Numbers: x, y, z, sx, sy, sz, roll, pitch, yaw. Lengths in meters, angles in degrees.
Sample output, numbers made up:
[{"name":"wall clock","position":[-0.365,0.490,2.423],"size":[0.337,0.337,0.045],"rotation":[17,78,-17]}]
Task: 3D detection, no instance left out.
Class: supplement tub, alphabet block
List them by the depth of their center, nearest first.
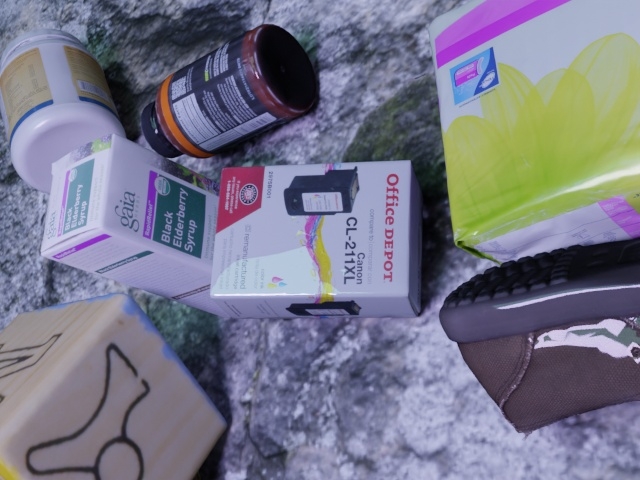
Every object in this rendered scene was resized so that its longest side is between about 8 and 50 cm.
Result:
[{"name":"alphabet block","position":[-0.244,0.190,0.857],"size":[0.193,0.192,0.197],"rotation":[-14,28,39]},{"name":"supplement tub","position":[-0.108,-0.155,0.990],"size":[0.198,0.106,0.106],"rotation":[-19,61,36]},{"name":"supplement tub","position":[-0.344,-0.172,1.180],"size":[0.144,0.144,0.199],"rotation":[-43,49,20]}]

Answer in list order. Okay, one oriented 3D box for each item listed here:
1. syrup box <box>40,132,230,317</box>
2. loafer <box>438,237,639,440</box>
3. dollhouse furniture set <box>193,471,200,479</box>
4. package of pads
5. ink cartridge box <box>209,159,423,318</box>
[{"name":"syrup box","position":[-0.139,-0.005,0.862],"size":[0.096,0.237,0.093],"rotation":[-18,60,36]},{"name":"loafer","position":[0.262,0.055,0.582],"size":[0.366,0.134,0.130],"rotation":[-13,101,36]},{"name":"dollhouse furniture set","position":[-0.176,0.289,0.920],"size":[0.152,0.058,0.076],"rotation":[-20,50,12]},{"name":"package of pads","position":[0.230,-0.116,0.675],"size":[0.296,0.101,0.229],"rotation":[-22,58,34]},{"name":"ink cartridge box","position":[0.000,0.000,0.800],"size":[0.175,0.072,0.127],"rotation":[-2,69,13]}]
